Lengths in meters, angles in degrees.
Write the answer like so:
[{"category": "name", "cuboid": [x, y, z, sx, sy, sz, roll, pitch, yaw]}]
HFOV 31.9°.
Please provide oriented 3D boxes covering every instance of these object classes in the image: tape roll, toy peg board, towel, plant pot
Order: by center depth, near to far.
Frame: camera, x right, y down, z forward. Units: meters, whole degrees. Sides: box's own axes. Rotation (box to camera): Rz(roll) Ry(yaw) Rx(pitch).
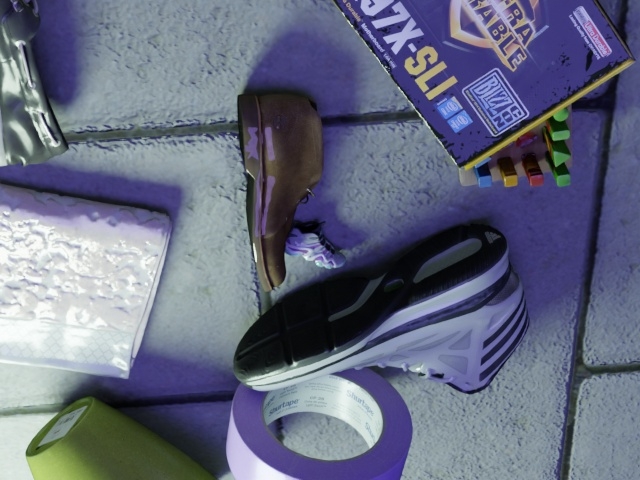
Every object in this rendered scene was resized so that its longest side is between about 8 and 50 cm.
[{"category": "toy peg board", "cuboid": [0.269, -0.138, 1.521, 0.160, 0.079, 0.161, -10, 126, 2]}, {"category": "towel", "cuboid": [-0.407, 0.064, 1.628, 0.332, 0.053, 0.317, 9, 125, -13]}, {"category": "tape roll", "cuboid": [-0.002, 0.295, 1.696, 0.275, 0.275, 0.090, 4, 126, -8]}, {"category": "plant pot", "cuboid": [-0.323, 0.400, 1.782, 0.275, 0.275, 0.293, -32, 106, 18]}]

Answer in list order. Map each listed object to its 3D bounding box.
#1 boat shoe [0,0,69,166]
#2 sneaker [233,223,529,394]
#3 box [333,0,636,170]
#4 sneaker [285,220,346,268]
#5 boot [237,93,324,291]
[{"category": "boat shoe", "cuboid": [-0.372, -0.238, 1.380, 0.095, 0.112, 0.335, -8, 133, -15]}, {"category": "sneaker", "cuboid": [0.110, 0.174, 1.683, 0.447, 0.169, 0.257, -23, 123, 9]}, {"category": "box", "cuboid": [0.188, -0.282, 1.371, 0.257, 0.079, 0.322, -32, 111, 20]}, {"category": "sneaker", "cuboid": [0.000, 0.000, 1.625, 0.098, 0.038, 0.069, 15, 125, -16]}, {"category": "boot", "cuboid": [-0.049, -0.059, 1.539, 0.115, 0.112, 0.305, -6, 124, -9]}]
